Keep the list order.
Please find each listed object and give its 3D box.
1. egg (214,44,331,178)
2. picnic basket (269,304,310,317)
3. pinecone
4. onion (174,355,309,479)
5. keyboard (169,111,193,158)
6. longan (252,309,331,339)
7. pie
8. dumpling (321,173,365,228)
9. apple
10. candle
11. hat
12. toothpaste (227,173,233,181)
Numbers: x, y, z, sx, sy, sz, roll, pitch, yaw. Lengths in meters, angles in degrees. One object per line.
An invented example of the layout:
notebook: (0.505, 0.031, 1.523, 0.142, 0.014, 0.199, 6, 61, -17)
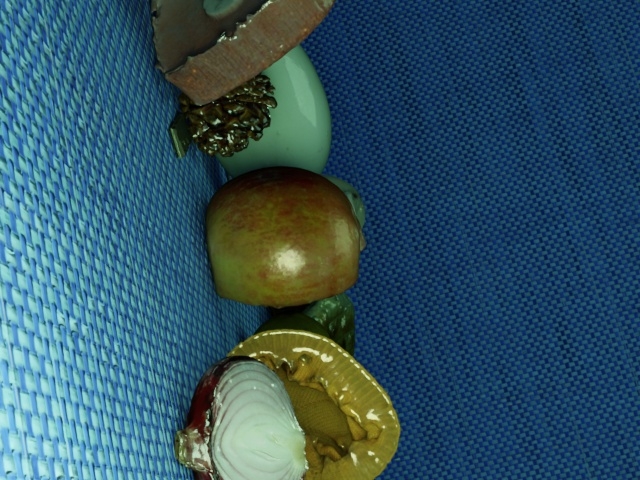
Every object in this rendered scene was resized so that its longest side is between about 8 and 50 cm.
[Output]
egg: (-0.107, -0.249, 1.970, 0.230, 0.230, 0.371, -95, 167, -70)
picnic basket: (-0.048, 0.103, 2.371, 0.222, 0.129, 0.297, -103, 178, -49)
pinecone: (-0.153, -0.212, 1.784, 0.173, 0.173, 0.174, -14, 90, -87)
onion: (-0.101, 0.232, 1.226, 0.098, 0.151, 0.206, -18, -108, 60)
keyboard: (-0.213, -0.160, 1.683, 0.129, 0.015, 0.049, -93, 163, -72)
longan: (-0.046, 0.203, 1.834, 0.154, 0.145, 0.176, -9, 87, -60)
pie: (0.002, 0.233, 2.196, 0.306, 0.071, 0.306, 10, 90, -67)
dumpling: (0.000, 0.000, 2.602, 0.395, 0.233, 0.316, -4, -87, 60)
apple: (-0.054, -0.032, 1.723, 0.293, 0.251, 0.163, -98, -178, -64)
candle: (-0.127, -0.332, 1.674, 0.131, 0.317, 0.287, 44, 65, -38)
hat: (-0.029, 0.265, 1.552, 0.233, 0.244, 0.233, 107, -20, -69)
toothpaste: (-0.171, -0.137, 2.172, 0.048, 0.031, 0.190, 78, 1, -81)
